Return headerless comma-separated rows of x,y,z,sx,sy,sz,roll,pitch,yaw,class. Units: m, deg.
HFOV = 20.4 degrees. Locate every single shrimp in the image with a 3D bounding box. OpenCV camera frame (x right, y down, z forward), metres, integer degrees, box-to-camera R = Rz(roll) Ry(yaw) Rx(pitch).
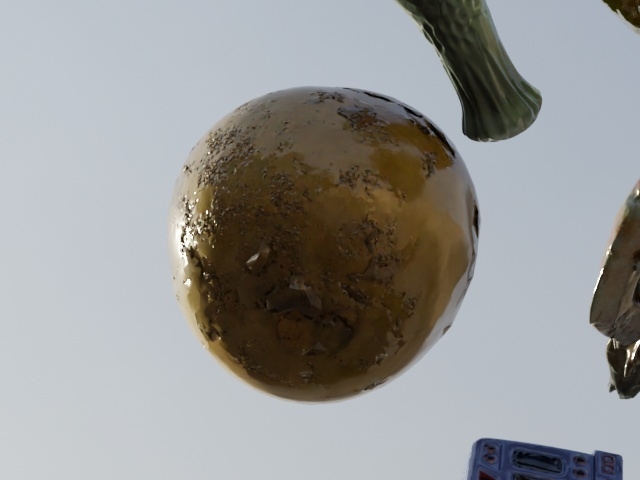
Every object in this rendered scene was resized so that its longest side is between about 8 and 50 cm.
0.283,0.045,1.592,0.062,0.164,0.317,34,-41,29,shrimp

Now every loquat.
0.000,0.000,1.283,0.235,0.235,0.235,1,-32,1,loquat

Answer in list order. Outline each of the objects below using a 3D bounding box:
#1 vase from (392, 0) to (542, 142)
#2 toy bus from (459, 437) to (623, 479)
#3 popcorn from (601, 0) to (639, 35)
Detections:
0.103,-0.141,1.259,0.081,0.081,0.148,-17,-63,28,vase
0.123,0.276,1.199,0.133,0.125,0.292,13,-54,1,toy bus
0.271,-0.249,1.135,0.276,0.225,0.276,-3,-62,-5,popcorn
